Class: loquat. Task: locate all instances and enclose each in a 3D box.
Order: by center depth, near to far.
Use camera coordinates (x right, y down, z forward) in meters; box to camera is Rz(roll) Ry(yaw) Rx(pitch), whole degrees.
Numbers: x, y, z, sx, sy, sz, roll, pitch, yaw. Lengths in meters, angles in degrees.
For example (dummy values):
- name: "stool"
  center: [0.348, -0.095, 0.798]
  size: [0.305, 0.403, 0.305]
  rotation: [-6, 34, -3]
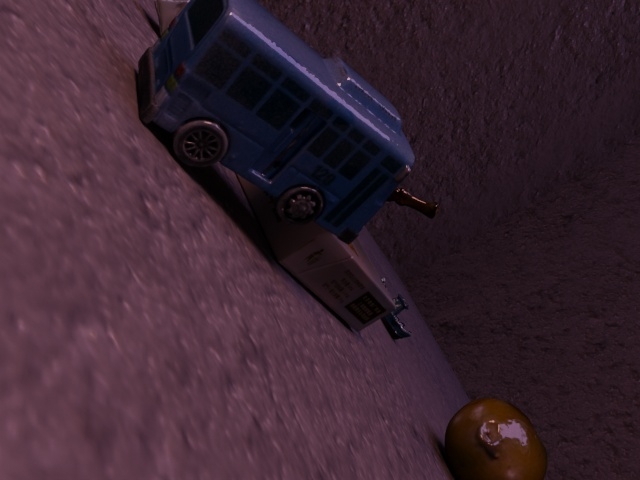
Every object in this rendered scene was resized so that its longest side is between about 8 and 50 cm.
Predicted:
- name: "loquat"
  center: [0.256, 0.309, 0.930]
  size: [0.152, 0.152, 0.195]
  rotation: [63, 0, 38]

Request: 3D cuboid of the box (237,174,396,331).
- name: "box"
  center: [0.000, 0.000, 0.758]
  size: [0.155, 0.067, 0.243]
  rotation: [60, 7, 32]

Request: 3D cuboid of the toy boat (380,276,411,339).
- name: "toy boat"
  center: [0.145, 0.134, 1.268]
  size: [0.060, 0.060, 0.137]
  rotation: [49, 10, -53]

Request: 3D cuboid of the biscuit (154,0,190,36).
- name: "biscuit"
  center: [-0.072, -0.183, 0.782]
  size: [0.309, 0.079, 0.186]
  rotation: [38, -4, 15]

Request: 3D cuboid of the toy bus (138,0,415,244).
- name: "toy bus"
  center: [-0.029, -0.107, 0.552]
  size: [0.233, 0.133, 0.116]
  rotation: [31, 24, -35]

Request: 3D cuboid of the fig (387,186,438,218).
- name: "fig"
  center: [0.041, -0.085, 0.905]
  size: [0.274, 0.146, 0.170]
  rotation: [24, -16, 28]
